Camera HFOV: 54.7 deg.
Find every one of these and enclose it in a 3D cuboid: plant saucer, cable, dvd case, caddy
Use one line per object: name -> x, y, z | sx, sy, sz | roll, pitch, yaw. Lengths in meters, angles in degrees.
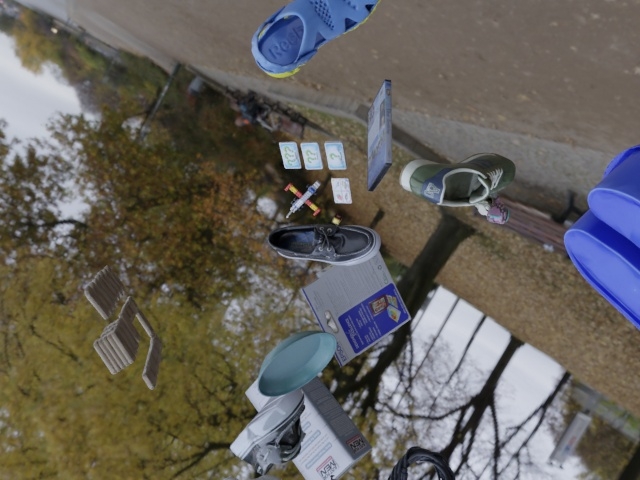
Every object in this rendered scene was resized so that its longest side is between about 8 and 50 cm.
plant saucer -> -0.034, 0.155, 0.800 | 0.119, 0.119, 0.021 | 21, -156, -53
cable -> 0.200, 0.508, 1.239 | 0.047, 0.150, 0.185 | 36, -144, -44
dvd case -> 0.160, -0.283, 1.689 | 0.022, 0.253, 0.180 | 5, 161, -9
caddy -> 0.547, 0.009, 0.934 | 0.341, 0.179, 0.241 | 50, 160, 26

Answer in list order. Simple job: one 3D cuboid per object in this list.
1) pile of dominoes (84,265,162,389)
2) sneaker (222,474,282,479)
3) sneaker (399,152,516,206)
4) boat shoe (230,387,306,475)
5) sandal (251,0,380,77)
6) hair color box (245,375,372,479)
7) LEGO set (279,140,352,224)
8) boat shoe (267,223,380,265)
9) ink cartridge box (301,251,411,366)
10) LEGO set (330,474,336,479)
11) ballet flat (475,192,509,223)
pile of dominoes -> -0.345, 0.148, 1.067 | 0.196, 0.040, 0.251 | 61, 174, -13
sneaker -> -0.159, 0.580, 1.436 | 0.152, 0.054, 0.061 | 0, 174, -11
sneaker -> 0.210, -0.077, 0.851 | 0.192, 0.064, 0.086 | -5, -153, -26
boat shoe -> -0.084, 0.394, 1.275 | 0.119, 0.121, 0.335 | 40, 144, 6
sandal -> -0.010, -0.394, 1.091 | 0.126, 0.317, 0.138 | 47, -152, -6
hair color box -> -0.041, 0.536, 1.855 | 0.374, 0.185, 0.113 | 50, -153, 22
LEGO set -> -0.013, -0.145, 1.658 | 0.182, 0.244, 0.060 | 3, -146, 21
boat shoe -> 0.000, 0.000, 1.199 | 0.228, 0.080, 0.076 | 4, 169, 29
ink cartridge box -> 0.114, 0.207, 2.054 | 0.304, 0.307, 0.072 | 64, 161, -12
LEGO set -> 0.044, 0.528, 1.309 | 0.023, 0.054, 0.083 | -11, -145, -13
ballet flat -> 0.514, -0.105, 1.886 | 0.079, 0.077, 0.221 | 9, -161, 2
